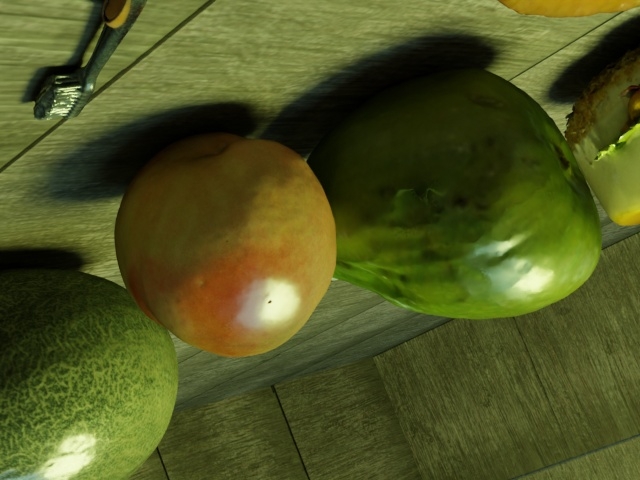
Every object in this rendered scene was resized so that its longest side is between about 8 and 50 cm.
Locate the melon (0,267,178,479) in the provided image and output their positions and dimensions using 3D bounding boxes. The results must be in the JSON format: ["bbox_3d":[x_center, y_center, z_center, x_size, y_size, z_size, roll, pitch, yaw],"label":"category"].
[{"bbox_3d":[-0.273,0.145,1.076,0.249,0.248,0.329,-29,174,33],"label":"melon"}]

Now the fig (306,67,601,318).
[{"bbox_3d":[0.076,-0.022,1.005,0.314,0.233,0.233,-17,169,-1],"label":"fig"}]

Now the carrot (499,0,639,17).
[{"bbox_3d":[0.180,-0.220,0.559,0.258,0.100,0.307,-26,167,4],"label":"carrot"}]

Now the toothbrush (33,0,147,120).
[{"bbox_3d":[-0.102,-0.135,0.616,0.031,0.023,0.321,-19,170,-33],"label":"toothbrush"}]

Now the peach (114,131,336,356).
[{"bbox_3d":[-0.076,-0.001,0.927,0.184,0.184,0.184,-21,169,-4],"label":"peach"}]

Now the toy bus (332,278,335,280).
[{"bbox_3d":[0.000,0.000,1.307,0.087,0.089,0.194,-28,167,28],"label":"toy bus"}]

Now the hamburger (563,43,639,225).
[{"bbox_3d":[0.396,-0.132,1.215,0.276,0.179,0.294,-18,172,-7],"label":"hamburger"}]
